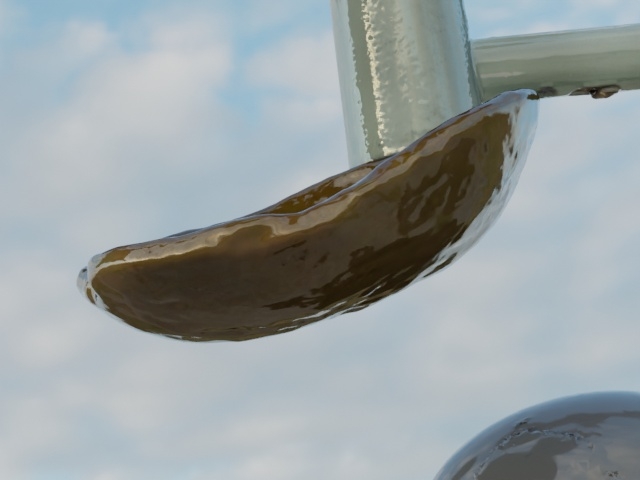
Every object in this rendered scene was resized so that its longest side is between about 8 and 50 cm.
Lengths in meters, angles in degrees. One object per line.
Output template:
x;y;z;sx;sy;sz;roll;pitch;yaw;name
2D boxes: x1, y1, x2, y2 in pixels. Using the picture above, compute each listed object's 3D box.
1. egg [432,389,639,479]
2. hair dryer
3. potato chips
0.140;0.144;0.806;0.199;0.146;0.146;7;-28;-26;egg
0.125;-0.103;0.872;0.236;0.131;0.073;-6;-12;-5;hair dryer
0.001;0.000;0.702;0.195;0.062;0.208;-19;4;30;potato chips
